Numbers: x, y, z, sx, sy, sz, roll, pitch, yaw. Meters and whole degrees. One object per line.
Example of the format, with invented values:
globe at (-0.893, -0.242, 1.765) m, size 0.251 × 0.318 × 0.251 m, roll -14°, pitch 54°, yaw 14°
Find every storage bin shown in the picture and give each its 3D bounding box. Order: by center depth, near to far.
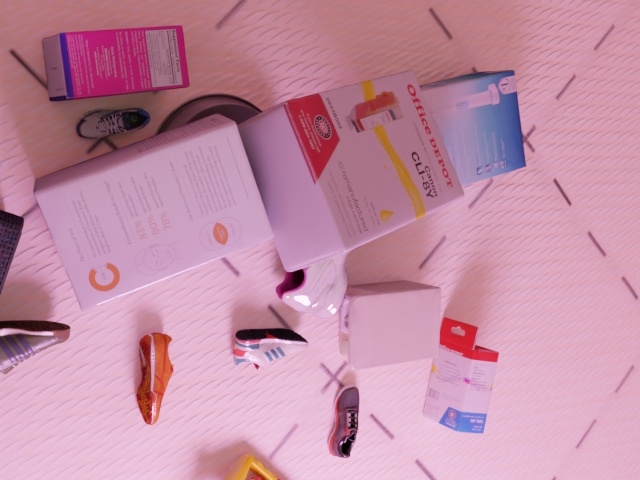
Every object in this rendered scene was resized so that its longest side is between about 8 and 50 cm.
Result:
storage bin at (-0.561, 0.032, 1.542) m, size 0.084 × 0.122 × 0.180 m, roll 19°, pitch 86°, yaw -31°

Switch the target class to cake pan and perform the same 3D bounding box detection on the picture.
cake pan at (-0.181, -0.131, 1.788) m, size 0.293 × 0.054 × 0.293 m, roll -5°, pitch 99°, yaw -30°

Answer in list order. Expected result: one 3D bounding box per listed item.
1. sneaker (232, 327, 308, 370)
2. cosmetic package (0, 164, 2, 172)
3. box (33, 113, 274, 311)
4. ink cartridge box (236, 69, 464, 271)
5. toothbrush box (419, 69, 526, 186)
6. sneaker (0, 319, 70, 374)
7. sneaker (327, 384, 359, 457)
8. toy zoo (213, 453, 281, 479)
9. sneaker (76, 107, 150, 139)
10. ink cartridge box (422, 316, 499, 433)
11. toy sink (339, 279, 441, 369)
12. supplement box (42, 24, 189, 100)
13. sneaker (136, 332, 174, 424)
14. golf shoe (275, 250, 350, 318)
sneaker at (-0.103, 0.219, 1.886) m, size 0.161 × 0.057 × 0.075 m, roll 4°, pitch 111°, yaw -32°
cosmetic package at (-0.609, -0.038, 1.445) m, size 0.138 × 0.224 × 0.224 m, roll 22°, pitch 85°, yaw -31°
box at (-0.286, -0.056, 1.620) m, size 0.345 × 0.168 × 0.215 m, roll -21°, pitch 107°, yaw -11°
ink cartridge box at (0.062, -0.139, 1.749) m, size 0.385 × 0.160 × 0.279 m, roll -23°, pitch 91°, yaw -46°
toothbrush box at (0.276, -0.229, 2.005) m, size 0.296 × 0.126 × 0.216 m, roll -19°, pitch 106°, yaw -29°
sneaker at (-0.529, 0.186, 1.620) m, size 0.192 × 0.064 × 0.086 m, roll 2°, pitch 103°, yaw -31°
sneaker at (0.063, 0.385, 1.992) m, size 0.061 × 0.065 × 0.157 m, roll 8°, pitch 92°, yaw -31°
toy zoo at (-0.121, 0.560, 1.879) m, size 0.293 × 0.030 × 0.192 m, roll 48°, pitch 46°, yaw -26°
sneaker at (-0.362, -0.210, 1.668) m, size 0.135 × 0.058 × 0.052 m, roll -19°, pitch 105°, yaw -27°
ink cartridge box at (0.313, 0.296, 2.089) m, size 0.078 × 0.134 × 0.231 m, roll 11°, pitch 91°, yaw -31°
toy sink at (0.120, 0.171, 1.962) m, size 0.234 × 0.131 × 0.152 m, roll -5°, pitch 99°, yaw -35°
supplement box at (-0.351, -0.306, 1.631) m, size 0.220 × 0.111 × 0.113 m, roll -10°, pitch 101°, yaw -30°
sneaker at (-0.302, 0.259, 1.762) m, size 0.067 × 0.064 × 0.175 m, roll 1°, pitch 98°, yaw -41°
golf shoe at (0.000, 0.000, 1.882) m, size 0.140 × 0.115 × 0.306 m, roll 13°, pitch 89°, yaw -28°
